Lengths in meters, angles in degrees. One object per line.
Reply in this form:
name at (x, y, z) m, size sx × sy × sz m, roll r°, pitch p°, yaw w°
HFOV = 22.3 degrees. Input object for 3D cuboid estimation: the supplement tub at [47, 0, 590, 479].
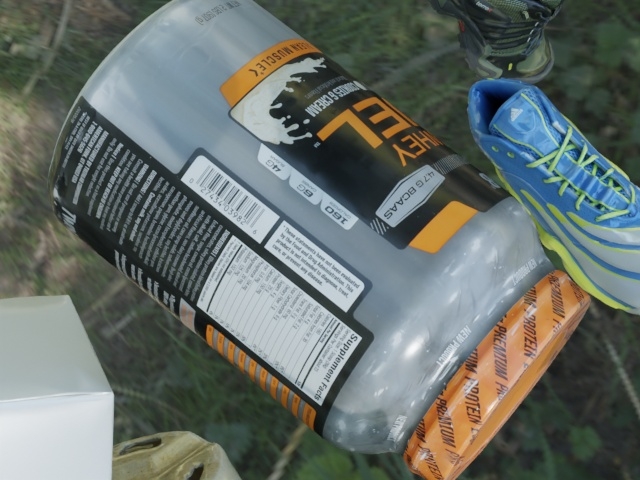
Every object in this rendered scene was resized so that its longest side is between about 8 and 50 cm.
supplement tub at (0.000, 0.000, 1.023) m, size 0.316 × 0.193 × 0.193 m, roll 38°, pitch 87°, yaw 12°

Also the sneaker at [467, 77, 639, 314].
sneaker at (0.180, -0.041, 1.219) m, size 0.091 × 0.240 × 0.126 m, roll -47°, pitch 137°, yaw 7°

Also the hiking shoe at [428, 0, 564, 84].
hiking shoe at (0.180, -0.207, 1.470) m, size 0.227 × 0.114 × 0.086 m, roll 38°, pitch 56°, yaw -53°

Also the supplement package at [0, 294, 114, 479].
supplement package at (-0.259, 0.211, 1.225) m, size 0.175 × 0.177 × 0.293 m, roll -3°, pitch 113°, yaw -18°

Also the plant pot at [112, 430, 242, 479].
plant pot at (-0.141, 0.370, 1.591) m, size 0.333 × 0.334 × 0.305 m, roll -26°, pitch 111°, yaw -12°
